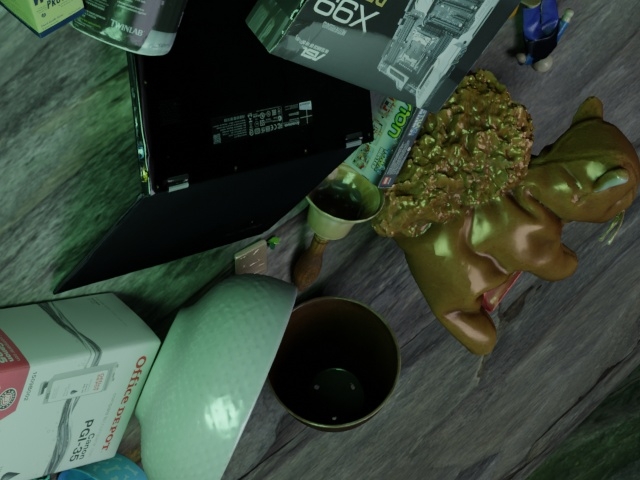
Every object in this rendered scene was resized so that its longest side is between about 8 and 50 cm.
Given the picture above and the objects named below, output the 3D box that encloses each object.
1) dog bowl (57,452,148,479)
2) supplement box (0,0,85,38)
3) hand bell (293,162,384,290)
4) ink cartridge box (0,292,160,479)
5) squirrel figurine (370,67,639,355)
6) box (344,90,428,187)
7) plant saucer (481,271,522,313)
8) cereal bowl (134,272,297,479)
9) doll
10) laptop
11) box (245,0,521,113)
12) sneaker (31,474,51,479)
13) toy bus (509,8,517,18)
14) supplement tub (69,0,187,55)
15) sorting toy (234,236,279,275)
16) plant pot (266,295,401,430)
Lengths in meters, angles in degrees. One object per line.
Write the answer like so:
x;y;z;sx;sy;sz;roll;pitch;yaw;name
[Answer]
-0.310;0.433;1.935;0.074;0.166;0.297;-39;150;-40;dog bowl
-0.285;-0.261;1.271;0.056;0.083;0.083;-36;146;-23;supplement box
0.000;0.000;1.943;0.126;0.126;0.242;-26;153;-36;hand bell
-0.364;0.191;1.629;0.283;0.117;0.207;-7;128;-50;ink cartridge box
0.285;-0.083;1.972;0.370;0.281;0.397;-29;128;26;squirrel figurine
0.096;-0.190;1.826;0.036;0.114;0.207;-4;127;-51;box
0.336;0.002;2.423;0.259;0.047;0.258;-55;149;6;plant saucer
-0.158;0.192;1.761;0.339;0.141;0.339;-156;-90;-88;cereal bowl
0.359;-0.339;2.079;0.129;0.046;0.189;-40;148;-16;doll
-0.145;-0.156;1.640;0.382;0.236;0.408;-18;108;-44;laptop
0.095;-0.300;1.551;0.307;0.076;0.242;14;121;-45;box
-0.392;0.332;1.788;0.065;0.076;0.167;-20;138;-43;sneaker
0.185;-0.356;1.766;0.332;0.108;0.130;-23;140;-38;toy bus
-0.181;-0.296;1.326;0.117;0.117;0.190;2;114;-54;supplement tub
-0.094;0.026;1.911;0.083;0.012;0.062;-29;139;-27;sorting toy
0.023;0.231;2.130;0.215;0.215;0.230;-42;162;-14;plant pot
